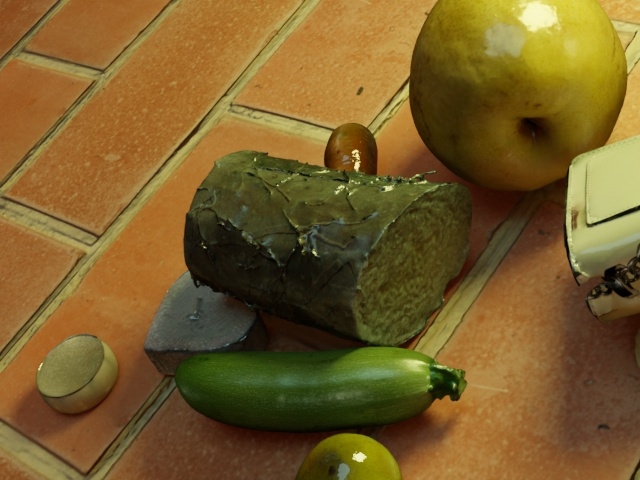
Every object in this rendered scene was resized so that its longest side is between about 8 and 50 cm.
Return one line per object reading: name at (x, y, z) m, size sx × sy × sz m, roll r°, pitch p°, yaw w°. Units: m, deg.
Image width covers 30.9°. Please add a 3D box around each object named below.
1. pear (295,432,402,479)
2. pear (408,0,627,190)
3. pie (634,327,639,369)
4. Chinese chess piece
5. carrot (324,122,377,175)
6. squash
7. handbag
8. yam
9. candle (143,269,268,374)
pear at (0.025, 0.289, 1.361) m, size 0.141 × 0.104 × 0.141 m, roll -17°, pitch 40°, yaw 15°
pear at (0.259, -0.220, 1.561) m, size 0.314 × 0.314 × 0.314 m, roll -16°, pitch 45°, yaw 16°
pie at (0.472, 0.120, 1.297) m, size 0.218 × 0.052 × 0.185 m, roll -32°, pitch 44°, yaw -5°
Chinese chess piece at (-0.357, 0.197, 1.700) m, size 0.122 × 0.051 × 0.122 m, roll -15°, pitch 43°, yaw 15°
carrot at (0.045, -0.096, 1.718) m, size 0.087 × 0.087 × 0.193 m, roll -15°, pitch 43°, yaw 17°
squash at (-0.010, 0.189, 1.467) m, size 0.394 × 0.107 × 0.107 m, roll -4°, pitch 49°, yaw 22°
handbag at (0.470, -0.044, 1.311) m, size 0.358 × 0.160 × 0.237 m, roll -21°, pitch 19°, yaw 25°
yam at (0.000, 0.000, 1.532) m, size 0.348 × 0.241 × 0.241 m, roll 14°, pitch 58°, yaw 30°
candle at (-0.171, 0.124, 1.647) m, size 0.168 × 0.068 × 0.192 m, roll -32°, pitch 41°, yaw -7°
